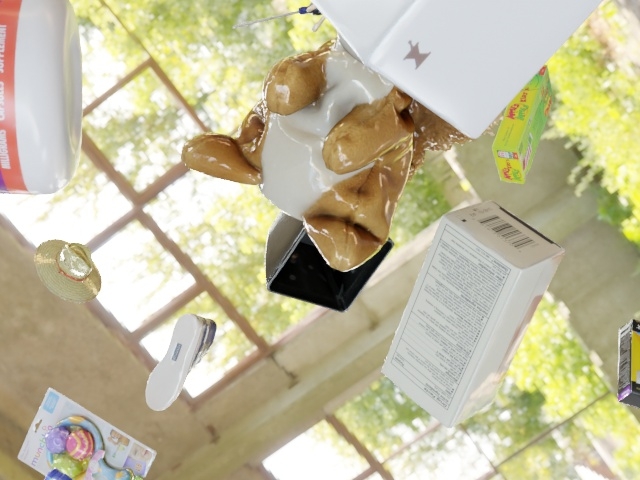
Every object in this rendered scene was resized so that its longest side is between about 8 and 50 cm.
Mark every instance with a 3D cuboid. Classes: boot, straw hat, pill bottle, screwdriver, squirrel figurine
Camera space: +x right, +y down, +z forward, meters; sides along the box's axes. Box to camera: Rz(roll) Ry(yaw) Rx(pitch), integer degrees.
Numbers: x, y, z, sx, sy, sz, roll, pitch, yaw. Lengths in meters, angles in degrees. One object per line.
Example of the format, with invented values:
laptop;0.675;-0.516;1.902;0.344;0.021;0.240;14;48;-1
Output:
boot;-0.251;0.228;1.802;0.069;0.190;0.086;27;-178;27
straw hat;-0.451;0.039;1.789;0.144;0.061;0.144;30;-144;-24
pill bottle;-0.371;-0.130;0.821;0.181;0.323;0.181;180;90;-83
screwdriver;-0.043;-0.320;1.370;0.024;0.170;0.025;71;159;7
squirrel figurine;0.077;-0.207;1.291;0.281;0.370;0.397;38;-151;22

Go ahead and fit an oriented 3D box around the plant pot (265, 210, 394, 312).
plant pot;0.000;0.000;1.887;0.188;0.187;0.167;19;-151;-29

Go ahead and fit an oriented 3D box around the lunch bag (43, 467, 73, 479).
lunch bag;-0.326;0.389;1.290;0.129;0.151;0.096;31;-152;12

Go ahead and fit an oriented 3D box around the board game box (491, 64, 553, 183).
board game box;0.337;-0.195;1.614;0.043;0.181;0.092;11;152;26

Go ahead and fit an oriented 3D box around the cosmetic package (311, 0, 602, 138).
cosmetic package;0.071;-0.328;0.936;0.161;0.230;0.453;28;-158;-42

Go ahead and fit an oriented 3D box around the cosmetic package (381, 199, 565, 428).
cosmetic package;0.221;0.108;1.444;0.153;0.296;0.129;39;-144;29

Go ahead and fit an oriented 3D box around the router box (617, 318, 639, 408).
router box;0.557;0.214;1.532;0.179;0.046;0.133;18;-124;-8

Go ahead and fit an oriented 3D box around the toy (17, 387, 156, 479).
toy;-0.402;0.359;1.621;0.237;0.137;0.056;25;180;18
